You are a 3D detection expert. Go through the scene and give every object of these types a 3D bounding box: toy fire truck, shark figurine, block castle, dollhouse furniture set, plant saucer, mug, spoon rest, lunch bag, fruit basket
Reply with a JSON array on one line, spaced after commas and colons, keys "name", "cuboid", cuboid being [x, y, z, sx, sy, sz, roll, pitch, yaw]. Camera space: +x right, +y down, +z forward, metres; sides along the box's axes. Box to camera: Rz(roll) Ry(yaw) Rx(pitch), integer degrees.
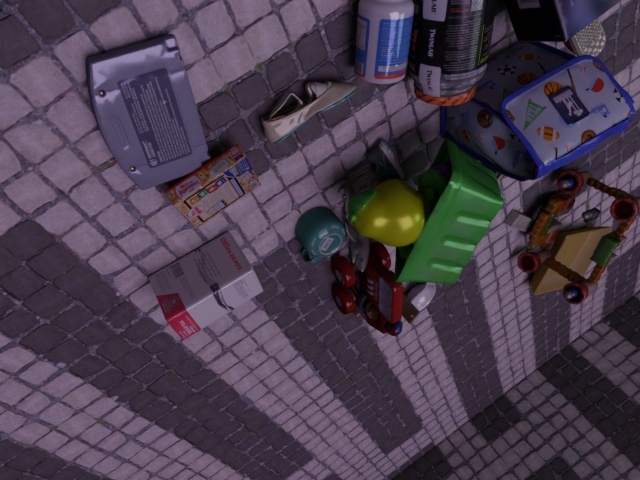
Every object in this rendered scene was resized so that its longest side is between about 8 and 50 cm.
[{"name": "toy fire truck", "cuboid": [0.166, 0.169, 1.637, 0.169, 0.254, 0.302, -21, 134, -19]}, {"name": "shark figurine", "cuboid": [0.123, -0.068, 1.511, 0.116, 0.166, 0.278, -9, 106, 4]}, {"name": "block castle", "cuboid": [0.961, -0.019, 1.978, 0.213, 0.303, 0.453, -14, 132, -38]}, {"name": "dollhouse furniture set", "cuboid": [0.233, 0.254, 1.853, 0.151, 0.123, 0.144, 23, 110, -44]}, {"name": "plant saucer", "cuboid": [1.095, 0.072, 2.336, 0.332, 0.081, 0.333, -7, 129, -30]}, {"name": "mug", "cuboid": [0.007, -0.007, 1.493, 0.129, 0.097, 0.158, -25, 135, -16]}, {"name": "spoon rest", "cuboid": [0.368, 0.169, 1.903, 0.137, 0.084, 0.276, -27, 135, -21]}, {"name": "lunch bag", "cuboid": [0.555, -0.342, 1.382, 0.328, 0.385, 0.239, -29, 137, -10]}, {"name": "fruit basket", "cuboid": [0.250, -0.076, 1.408, 0.392, 0.283, 0.392, 5, 125, 7]}]

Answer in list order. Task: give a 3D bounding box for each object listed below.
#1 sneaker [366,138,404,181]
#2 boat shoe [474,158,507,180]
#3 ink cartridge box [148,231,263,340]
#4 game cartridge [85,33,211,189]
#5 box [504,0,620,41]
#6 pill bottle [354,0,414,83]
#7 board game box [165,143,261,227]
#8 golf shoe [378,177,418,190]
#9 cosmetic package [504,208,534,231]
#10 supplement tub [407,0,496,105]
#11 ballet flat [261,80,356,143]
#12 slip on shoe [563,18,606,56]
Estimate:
[{"name": "sneaker", "cuboid": [0.181, -0.212, 1.482, 0.076, 0.065, 0.166, -28, 136, 11]}, {"name": "boat shoe", "cuboid": [0.525, -0.223, 1.677, 0.305, 0.091, 0.109, -4, 127, -32]}, {"name": "ink cartridge box", "cuboid": [-0.289, 0.110, 1.329, 0.237, 0.172, 0.100, -31, 137, -10]}, {"name": "game cartridge", "cuboid": [-0.350, -0.250, 1.072, 0.196, 0.060, 0.294, -26, 136, -20]}, {"name": "box", "cuboid": [0.579, -0.673, 1.214, 0.294, 0.183, 0.296, -37, 119, -5]}, {"name": "pill bottle", "cuboid": [0.143, -0.476, 1.171, 0.124, 0.124, 0.221, -18, 134, -22]}, {"name": "board game box", "cuboid": [-0.243, -0.122, 1.222, 0.193, 0.045, 0.147, -35, 160, -6]}, {"name": "golf shoe", "cuboid": [0.244, -0.148, 1.576, 0.186, 0.067, 0.086, 13, 82, -33]}, {"name": "cosmetic package", "cuboid": [0.757, -0.076, 2.002, 0.115, 0.041, 0.060, 15, 115, -42]}, {"name": "supplement tub", "cuboid": [0.300, -0.490, 1.219, 0.193, 0.193, 0.316, -22, 134, -18]}, {"name": "ballet flat", "cuboid": [-0.032, -0.319, 1.223, 0.248, 0.086, 0.086, -34, 137, -4]}, {"name": "slip on shoe", "cuboid": [0.674, -0.641, 1.430, 0.123, 0.101, 0.331, -40, 125, 9]}]
